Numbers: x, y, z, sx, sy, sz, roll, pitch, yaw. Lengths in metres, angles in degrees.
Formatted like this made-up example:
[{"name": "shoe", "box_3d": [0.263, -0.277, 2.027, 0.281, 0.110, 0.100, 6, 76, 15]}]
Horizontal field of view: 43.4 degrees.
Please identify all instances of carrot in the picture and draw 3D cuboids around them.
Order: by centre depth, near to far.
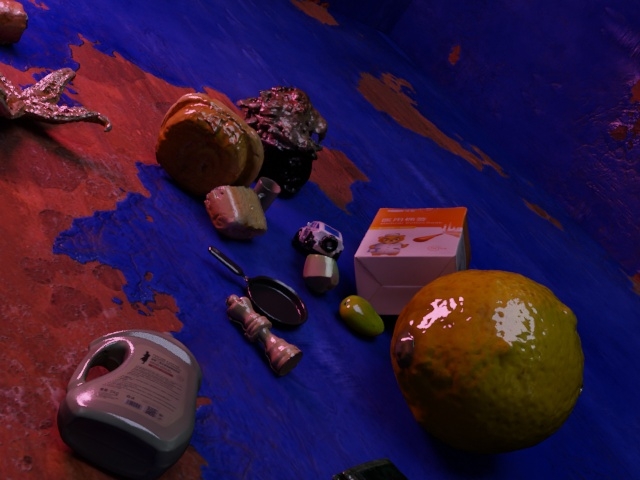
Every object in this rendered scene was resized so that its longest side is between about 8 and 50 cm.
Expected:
[{"name": "carrot", "box_3d": [-0.759, -0.494, 1.701, 0.263, 0.102, 0.102, 8, 37, -43]}]

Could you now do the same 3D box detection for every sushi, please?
[{"name": "sushi", "box_3d": [-0.094, -0.259, 1.977, 0.225, 0.218, 0.238, 36, 24, 10]}]

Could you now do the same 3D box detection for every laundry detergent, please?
[{"name": "laundry detergent", "box_3d": [-0.251, 0.204, 1.120, 0.181, 0.091, 0.253, 26, 26, -8]}]

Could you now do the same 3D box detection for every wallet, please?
[{"name": "wallet", "box_3d": [0.139, 0.438, 1.251, 0.236, 0.055, 0.160, 48, 21, 27]}]

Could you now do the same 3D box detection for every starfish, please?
[{"name": "starfish", "box_3d": [-0.585, -0.288, 1.553, 0.375, 0.094, 0.327, 19, 19, -19]}]

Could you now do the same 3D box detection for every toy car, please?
[{"name": "toy car", "box_3d": [0.000, 0.000, 1.752, 0.080, 0.070, 0.171, 29, -4, -14]}]

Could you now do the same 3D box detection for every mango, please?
[{"name": "mango", "box_3d": [0.086, 0.160, 1.662, 0.108, 0.056, 0.073, 32, 30, -14]}]

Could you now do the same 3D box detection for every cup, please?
[{"name": "cup", "box_3d": [-0.131, -0.088, 1.789, 0.054, 0.083, 0.075, 25, 27, -23]}]

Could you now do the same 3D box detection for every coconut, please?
[{"name": "coconut", "box_3d": [0.001, 0.072, 1.685, 0.082, 0.083, 0.081, 23, 65, -50]}]

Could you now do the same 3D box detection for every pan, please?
[{"name": "pan", "box_3d": [-0.125, 0.090, 1.550, 0.235, 0.028, 0.136, 37, 24, -4]}]

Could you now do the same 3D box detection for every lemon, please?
[{"name": "lemon", "box_3d": [0.299, 0.219, 1.501, 0.387, 0.349, 0.349, 15, 31, -24]}]

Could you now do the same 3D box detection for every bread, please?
[{"name": "bread", "box_3d": [-0.178, -0.057, 1.673, 0.125, 0.082, 0.106, 13, 59, -56]}, {"name": "bread", "box_3d": [-0.237, -0.196, 1.709, 0.236, 0.198, 0.120, 37, 32, -1]}]

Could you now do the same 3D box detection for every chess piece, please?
[{"name": "chess piece", "box_3d": [-0.108, 0.160, 1.423, 0.172, 0.060, 0.060, 43, 26, 21]}]

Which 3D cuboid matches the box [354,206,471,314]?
[{"name": "box", "box_3d": [0.217, 0.038, 1.825, 0.225, 0.143, 0.341, 0, 19, 15]}]
